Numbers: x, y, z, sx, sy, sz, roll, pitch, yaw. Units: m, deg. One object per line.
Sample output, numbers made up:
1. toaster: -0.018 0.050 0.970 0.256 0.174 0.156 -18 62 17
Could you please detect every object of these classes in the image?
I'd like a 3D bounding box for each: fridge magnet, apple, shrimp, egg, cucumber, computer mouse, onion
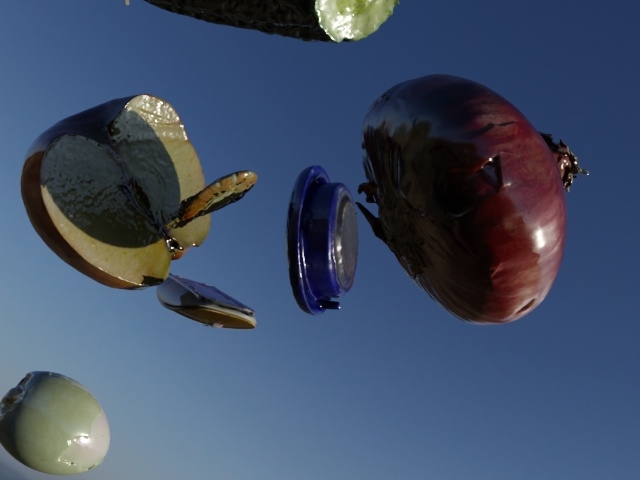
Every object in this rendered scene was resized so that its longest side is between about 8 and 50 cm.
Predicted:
1. fridge magnet: 0.000 0.000 1.588 0.113 0.265 0.265 -1 -35 15
2. apple: -0.381 -0.088 1.746 0.364 0.329 0.295 61 1 -24
3. shrimp: -0.187 -0.071 1.504 0.043 0.184 0.091 65 19 15
4. egg: -0.503 0.356 1.727 0.217 0.183 0.183 43 -25 -19
5. cucumber: -0.056 -0.196 0.676 0.265 0.077 0.077 21 -26 39
6. computer mouse: -0.236 0.131 1.829 0.158 0.071 0.310 19 -1 -26
7. onion: 0.210 -0.068 1.180 0.347 0.286 0.347 59 -17 31

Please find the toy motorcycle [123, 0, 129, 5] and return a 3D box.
1. toy motorcycle: -0.256 -0.391 1.160 0.082 0.123 0.213 97 -26 -66
